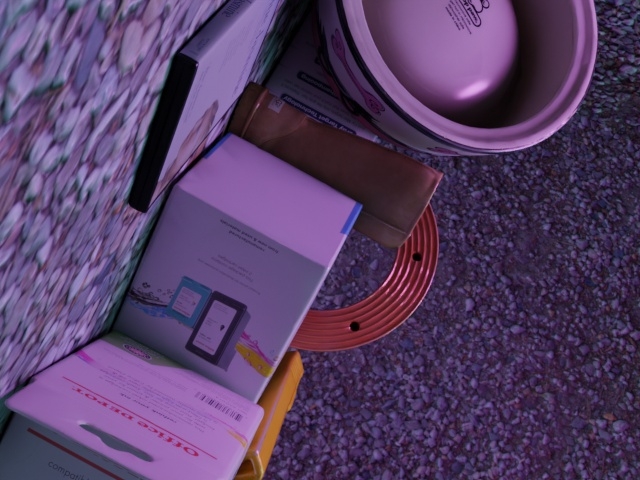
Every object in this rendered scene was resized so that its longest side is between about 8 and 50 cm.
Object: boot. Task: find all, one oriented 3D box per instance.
[{"bbox_3d":[-0.009,-0.058,1.335,0.089,0.270,0.236,-62,179,-45],"label":"boot"}]

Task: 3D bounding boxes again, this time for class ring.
[{"bbox_3d":[0.000,0.000,1.460,0.336,0.337,0.032,-62,173,-21],"label":"ring"}]

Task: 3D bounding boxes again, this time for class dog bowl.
[{"bbox_3d":[0.168,-0.297,1.380,0.150,0.408,0.408,-23,-144,62],"label":"dog bowl"}]

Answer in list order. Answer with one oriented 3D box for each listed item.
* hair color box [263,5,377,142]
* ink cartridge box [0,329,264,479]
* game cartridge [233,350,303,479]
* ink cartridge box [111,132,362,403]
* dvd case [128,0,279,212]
[{"bbox_3d":[0.030,-0.234,1.479,0.347,0.174,0.105,-62,180,-24],"label":"hair color box"},{"bbox_3d":[-0.190,0.211,1.019,0.119,0.207,0.353,-62,178,5],"label":"ink cartridge box"},{"bbox_3d":[-0.183,0.247,1.371,0.323,0.285,0.052,-59,137,-73],"label":"game cartridge"},{"bbox_3d":[-0.108,0.052,1.250,0.270,0.197,0.198,-62,179,28],"label":"ink cartridge box"},{"bbox_3d":[-0.101,-0.158,0.985,0.180,0.022,0.253,-63,179,40],"label":"dvd case"}]
